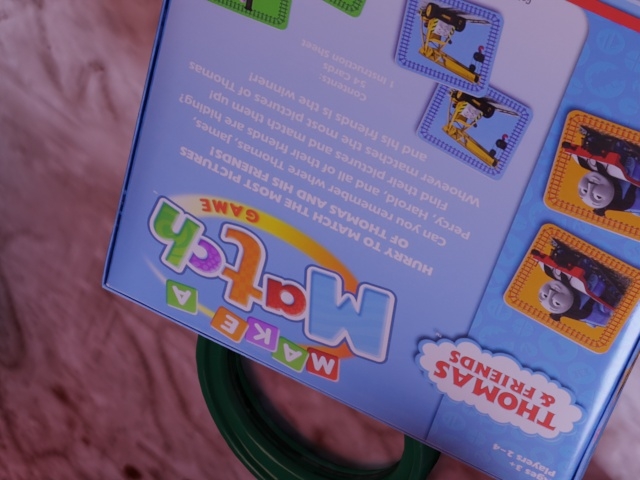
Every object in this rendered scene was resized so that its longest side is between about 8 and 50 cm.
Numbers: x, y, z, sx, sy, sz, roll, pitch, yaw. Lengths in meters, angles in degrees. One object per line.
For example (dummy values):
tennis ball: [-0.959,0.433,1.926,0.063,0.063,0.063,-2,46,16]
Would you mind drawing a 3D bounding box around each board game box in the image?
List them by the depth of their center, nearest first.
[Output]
board game box: [0.032,-0.037,0.532,0.160,0.039,0.211,25,130,9]

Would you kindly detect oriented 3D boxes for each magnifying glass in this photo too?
magnifying glass: [0.000,0.000,0.623,0.092,0.026,0.231,21,133,25]
